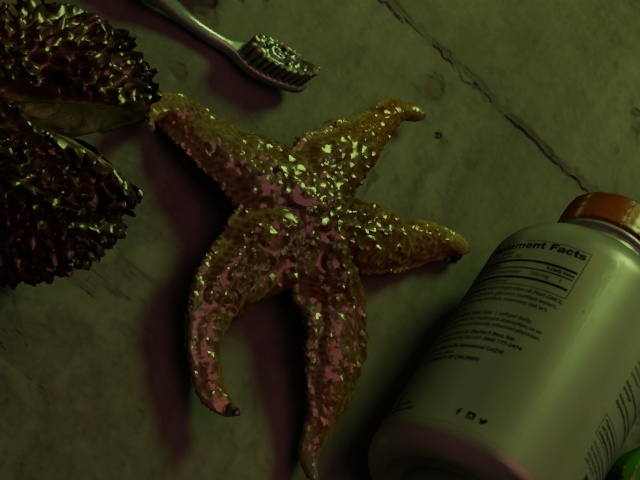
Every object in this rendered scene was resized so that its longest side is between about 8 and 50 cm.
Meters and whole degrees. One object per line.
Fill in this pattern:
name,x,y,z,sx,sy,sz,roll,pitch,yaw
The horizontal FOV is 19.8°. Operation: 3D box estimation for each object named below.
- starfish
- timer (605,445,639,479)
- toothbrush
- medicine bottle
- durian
starfish,0.003,-0.001,1.339,0.302,0.060,0.299,-27,90,-38
timer,0.290,0.227,1.476,0.128,0.047,0.140,-19,87,-35
toothbrush,-0.160,-0.201,1.305,0.375,0.037,0.028,29,59,-22
medicine bottle,0.166,0.094,1.361,0.157,0.157,0.288,46,55,-15
durian,-0.191,-0.069,1.152,0.196,0.167,0.196,-18,90,-72
